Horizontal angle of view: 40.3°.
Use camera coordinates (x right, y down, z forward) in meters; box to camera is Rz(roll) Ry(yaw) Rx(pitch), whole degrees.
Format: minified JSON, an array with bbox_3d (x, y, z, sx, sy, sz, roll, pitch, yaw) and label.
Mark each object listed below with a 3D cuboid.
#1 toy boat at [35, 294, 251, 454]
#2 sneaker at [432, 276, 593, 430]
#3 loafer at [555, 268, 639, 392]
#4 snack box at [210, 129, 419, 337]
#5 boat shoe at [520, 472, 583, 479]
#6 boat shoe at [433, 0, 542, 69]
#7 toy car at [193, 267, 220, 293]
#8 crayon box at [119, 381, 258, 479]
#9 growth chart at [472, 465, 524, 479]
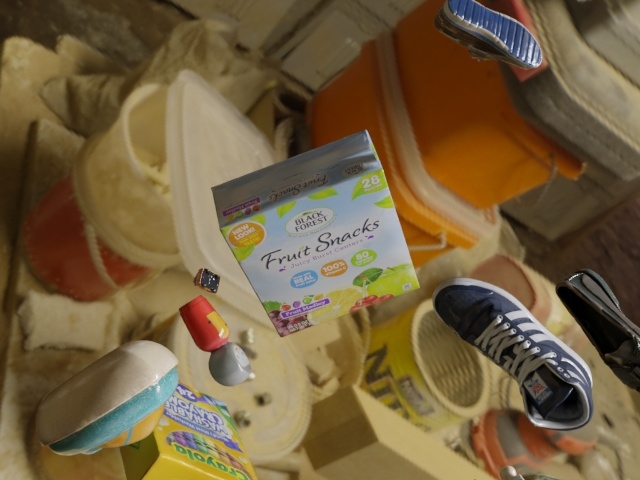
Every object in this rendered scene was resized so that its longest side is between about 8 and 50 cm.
[{"bbox_3d":[-0.240,0.207,1.254,0.318,0.267,0.148,-33,91,-39],"label":"toy boat"},{"bbox_3d":[0.283,0.167,1.273,0.282,0.099,0.153,35,22,-1],"label":"sneaker"},{"bbox_3d":[0.487,0.167,1.455,0.084,0.096,0.267,-10,57,-45],"label":"loafer"},{"bbox_3d":[0.000,0.000,0.943,0.207,0.174,0.070,66,5,-47],"label":"snack box"},{"bbox_3d":[0.349,0.387,1.312,0.048,0.153,0.056,-20,112,-76],"label":"boat shoe"},{"bbox_3d":[0.259,-0.316,1.357,0.183,0.066,0.066,29,61,-15],"label":"boat shoe"},{"bbox_3d":[-0.211,0.109,1.560,0.060,0.041,0.122,6,86,-60],"label":"toy car"},{"bbox_3d":[-0.213,0.337,1.385,0.203,0.083,0.323,32,10,-30],"label":"crayon box"},{"bbox_3d":[0.112,0.304,0.795,0.021,0.237,0.172,56,9,-31],"label":"growth chart"}]
